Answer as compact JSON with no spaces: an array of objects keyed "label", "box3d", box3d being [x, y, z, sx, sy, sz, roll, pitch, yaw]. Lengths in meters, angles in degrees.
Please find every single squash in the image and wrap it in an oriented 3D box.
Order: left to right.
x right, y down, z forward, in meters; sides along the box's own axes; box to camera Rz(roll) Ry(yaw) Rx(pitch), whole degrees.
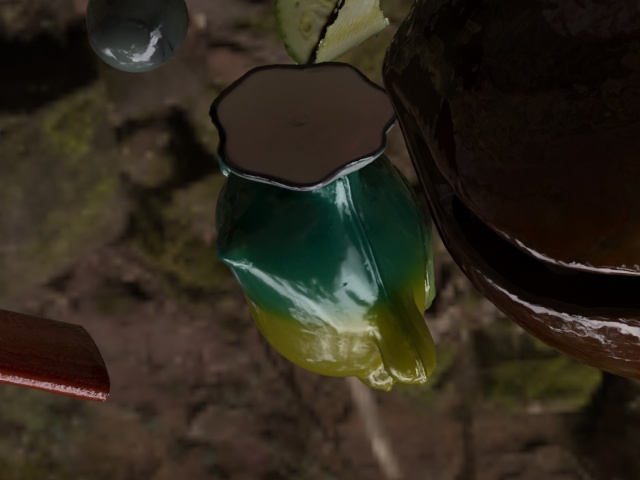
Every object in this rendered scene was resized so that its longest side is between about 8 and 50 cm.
[{"label":"squash","box3d":[0.034,-0.323,2.305,0.093,0.169,0.252,32,-150,13]}]

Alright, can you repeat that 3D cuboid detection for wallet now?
[{"label":"wallet","box3d":[-0.323,0.108,1.876,0.204,0.045,0.142,14,-163,-29]}]

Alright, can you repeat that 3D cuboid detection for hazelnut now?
[{"label":"hazelnut","box3d":[0.264,-0.095,1.327,0.402,0.429,0.402,2,146,1]}]

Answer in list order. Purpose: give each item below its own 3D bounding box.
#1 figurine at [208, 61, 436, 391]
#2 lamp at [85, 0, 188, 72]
[{"label":"figurine","box3d":[0.000,0.000,1.926,0.231,0.340,0.323,-32,-134,-20]},{"label":"lamp","box3d":[-0.182,-0.218,1.839,0.105,0.105,0.105,-4,-173,1]}]
